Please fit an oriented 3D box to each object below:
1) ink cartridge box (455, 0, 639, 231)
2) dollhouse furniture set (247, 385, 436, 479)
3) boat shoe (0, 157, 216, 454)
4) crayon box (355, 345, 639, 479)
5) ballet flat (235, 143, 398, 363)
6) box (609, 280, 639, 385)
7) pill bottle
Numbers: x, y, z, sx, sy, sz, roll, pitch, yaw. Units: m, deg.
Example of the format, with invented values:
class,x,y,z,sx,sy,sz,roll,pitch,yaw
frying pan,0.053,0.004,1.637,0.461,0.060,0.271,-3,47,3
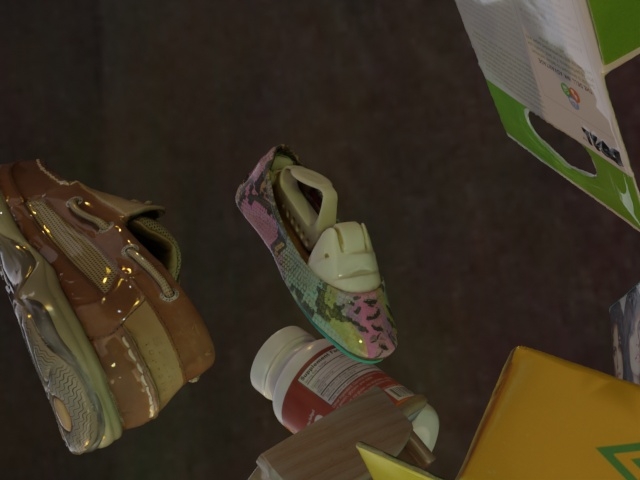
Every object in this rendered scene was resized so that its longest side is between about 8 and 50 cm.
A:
class,x,y,z,sx,sy,sz,roll,pitch,yaw
ink cartridge box,0.160,-0.154,1.024,0.189,0.097,0.255,44,162,53
dollhouse furniture set,0.088,0.287,1.293,0.303,0.286,0.198,48,134,16
boat shoe,-0.147,0.027,1.097,0.324,0.116,0.123,-127,18,-56
crayon box,0.188,0.156,0.805,0.081,0.318,0.202,-64,-22,-22
ballet flat,0.000,0.000,1.321,0.221,0.076,0.079,55,133,40
box,0.243,0.155,1.135,0.100,0.060,0.244,103,167,-76
pill bottle,0.023,0.191,1.929,0.216,0.121,0.121,34,137,33
